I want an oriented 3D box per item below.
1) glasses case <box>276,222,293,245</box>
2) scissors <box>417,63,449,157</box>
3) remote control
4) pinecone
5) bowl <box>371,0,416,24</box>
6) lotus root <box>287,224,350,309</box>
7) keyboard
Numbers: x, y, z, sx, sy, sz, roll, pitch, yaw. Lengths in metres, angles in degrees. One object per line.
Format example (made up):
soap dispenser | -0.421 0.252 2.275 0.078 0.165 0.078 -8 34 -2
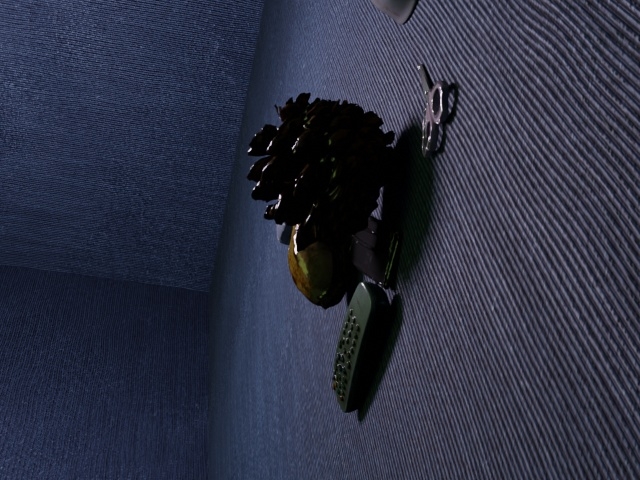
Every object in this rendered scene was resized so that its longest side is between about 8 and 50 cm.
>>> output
glasses case | -0.043 -0.078 2.011 0.282 0.067 0.109 118 161 -65
scissors | 0.136 -0.182 1.273 0.189 0.015 0.100 -96 15 -55
remote control | 0.051 0.147 1.378 0.072 0.042 0.222 -112 26 -45
pinecone | -0.005 -0.101 1.407 0.221 0.221 0.222 -172 90 -79
bowl | 0.097 -0.416 1.472 0.189 0.086 0.189 -172 90 -79
lotus root | 0.000 0.000 1.622 0.110 0.097 0.258 62 -156 -47
keyboard | 0.074 0.012 1.449 0.250 0.017 0.087 -144 63 -77
